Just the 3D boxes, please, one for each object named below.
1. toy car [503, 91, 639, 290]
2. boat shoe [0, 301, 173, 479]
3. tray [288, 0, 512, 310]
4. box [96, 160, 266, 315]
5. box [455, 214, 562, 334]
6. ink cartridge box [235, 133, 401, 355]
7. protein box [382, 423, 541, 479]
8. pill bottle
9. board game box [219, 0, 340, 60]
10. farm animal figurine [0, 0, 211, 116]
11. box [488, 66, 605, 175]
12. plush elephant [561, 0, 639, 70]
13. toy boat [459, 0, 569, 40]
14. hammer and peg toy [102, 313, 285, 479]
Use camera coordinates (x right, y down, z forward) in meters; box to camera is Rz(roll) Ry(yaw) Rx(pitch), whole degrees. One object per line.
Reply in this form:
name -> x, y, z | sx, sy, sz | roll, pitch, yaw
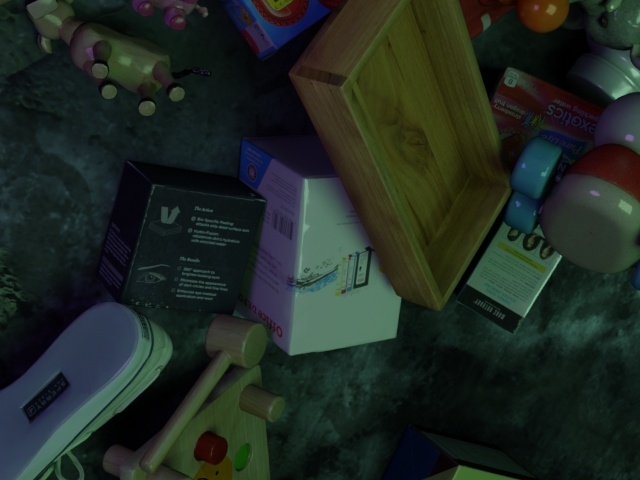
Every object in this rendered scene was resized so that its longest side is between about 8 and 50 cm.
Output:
toy car -> 0.381, -0.094, 1.524 | 0.238, 0.219, 0.210 | -58, 165, -17
boat shoe -> -0.324, 0.219, 1.484 | 0.367, 0.136, 0.156 | -43, 152, 6
tray -> 0.106, -0.117, 1.380 | 0.203, 0.076, 0.411 | -57, 146, -22
box -> -0.171, -0.001, 1.498 | 0.156, 0.093, 0.158 | 8, 108, -33
box -> 0.299, 0.005, 1.770 | 0.100, 0.060, 0.244 | 31, 100, 4
ink cartridge box -> 0.000, 0.000, 1.554 | 0.168, 0.171, 0.233 | -6, 114, -30
protein box -> 0.203, 0.415, 1.887 | 0.201, 0.136, 0.200 | 19, 99, -35
pill bottle -> 0.472, -0.300, 1.721 | 0.272, 0.152, 0.152 | -49, 127, -4
board game box -> -0.025, -0.410, 1.336 | 0.302, 0.086, 0.308 | -38, 101, -12
farm animal figurine -> -0.295, -0.281, 1.265 | 0.326, 0.172, 0.330 | -14, 126, -12
box -> 0.338, -0.127, 1.656 | 0.256, 0.122, 0.128 | 25, 98, 3
plush elephant -> 0.382, -0.362, 1.562 | 0.330, 0.272, 0.255 | 15, 100, -37
toy boat -> 0.223, -0.293, 1.400 | 0.231, 0.151, 0.151 | -38, 153, -15
hammer and peg toy -> -0.160, 0.273, 1.544 | 0.266, 0.127, 0.361 | -39, 136, -43
